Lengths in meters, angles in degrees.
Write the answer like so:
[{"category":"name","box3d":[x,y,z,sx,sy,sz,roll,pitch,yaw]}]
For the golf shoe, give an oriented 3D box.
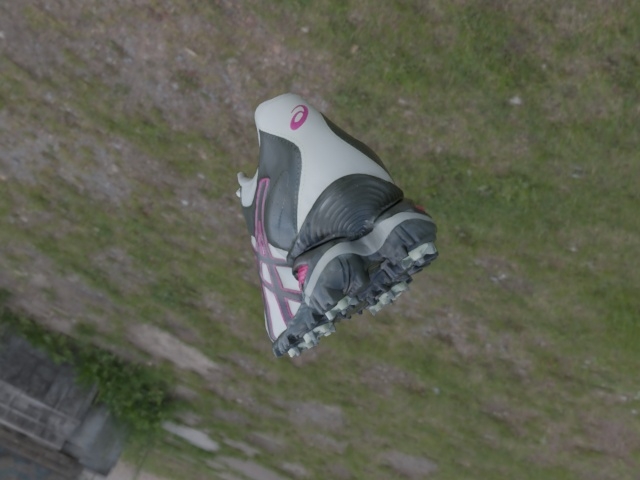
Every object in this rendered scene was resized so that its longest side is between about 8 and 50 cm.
[{"category":"golf shoe","box3d":[0.000,0.000,0.557,0.120,0.105,0.273,58,163,12]}]
